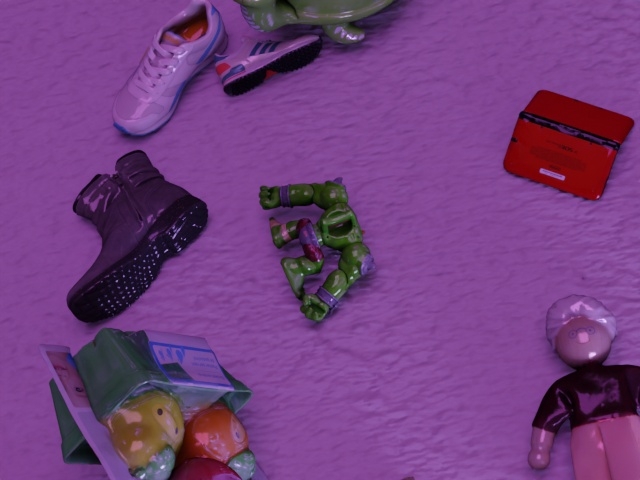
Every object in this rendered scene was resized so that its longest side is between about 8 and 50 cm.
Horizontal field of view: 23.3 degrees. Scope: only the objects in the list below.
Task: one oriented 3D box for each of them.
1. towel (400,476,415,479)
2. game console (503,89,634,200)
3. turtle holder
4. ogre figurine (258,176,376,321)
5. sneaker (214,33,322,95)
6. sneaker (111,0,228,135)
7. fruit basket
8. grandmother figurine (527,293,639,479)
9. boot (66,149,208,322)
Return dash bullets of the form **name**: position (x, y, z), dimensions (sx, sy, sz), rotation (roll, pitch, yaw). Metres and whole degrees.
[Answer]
- **towel**: position (0.088, 0.369, 1.892), dimensions (0.110, 0.027, 0.148), rotation (-16, 63, 0)
- **game console**: position (0.341, -0.132, 2.131), dimensions (0.144, 0.085, 0.124), rotation (20, 98, 18)
- **turtle holder**: position (-0.010, -0.433, 2.189), dimensions (0.320, 0.227, 0.243), rotation (-18, 58, -15)
- **ogre figurine**: position (0.000, 0.000, 2.061), dimensions (0.118, 0.097, 0.197), rotation (-24, 50, 8)
- **sneaker**: position (-0.079, -0.274, 2.235), dimensions (0.161, 0.057, 0.075), rotation (-26, 68, -3)
- **sneaker**: position (-0.225, -0.251, 2.223), dimensions (0.087, 0.092, 0.228), rotation (30, 71, 19)
- **fruit basket**: position (-0.146, 0.262, 1.825), dimensions (0.165, 0.327, 0.353), rotation (-50, 60, 15)
- **grandmother figurine**: position (0.353, 0.224, 1.896), dimensions (0.208, 0.104, 0.342), rotation (-9, 64, -7)
- **boot**: position (-0.285, -0.007, 2.121), dimensions (0.161, 0.083, 0.246), rotation (34, 66, 29)
